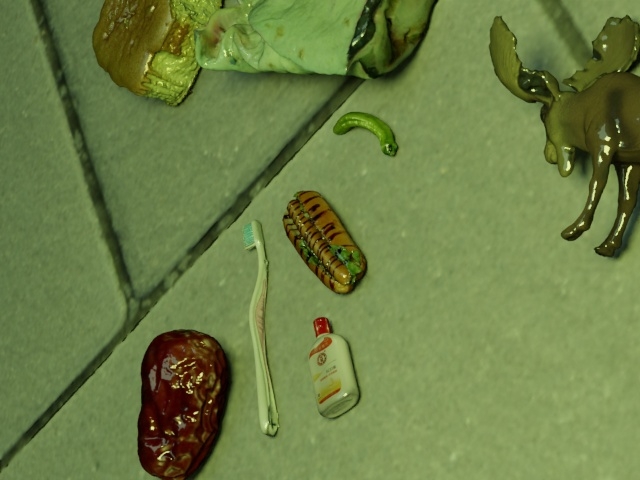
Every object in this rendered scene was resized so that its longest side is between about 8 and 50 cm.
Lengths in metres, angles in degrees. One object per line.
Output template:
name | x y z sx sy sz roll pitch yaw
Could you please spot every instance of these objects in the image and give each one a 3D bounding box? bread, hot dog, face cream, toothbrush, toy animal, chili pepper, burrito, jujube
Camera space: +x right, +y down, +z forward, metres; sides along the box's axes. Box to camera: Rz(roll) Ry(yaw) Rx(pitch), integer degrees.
bread | -0.152 -0.204 1.727 0.128 0.069 0.140 39 104 48
hot dog | 0.000 0.000 1.489 0.049 0.037 0.122 -57 39 17
face cream | 0.008 0.098 1.447 0.040 0.021 0.083 -38 48 30
toothbrush | -0.049 0.070 1.528 0.022 0.017 0.204 -25 55 27
toy animal | 0.208 -0.084 1.265 0.214 0.093 0.186 -5 73 39
chili pepper | 0.037 -0.090 1.503 0.083 0.017 0.030 36 102 49
burrito | -0.005 -0.194 1.547 0.229 0.089 0.144 7 64 49
jujube | -0.119 0.139 1.531 0.077 0.077 0.129 9 86 50
